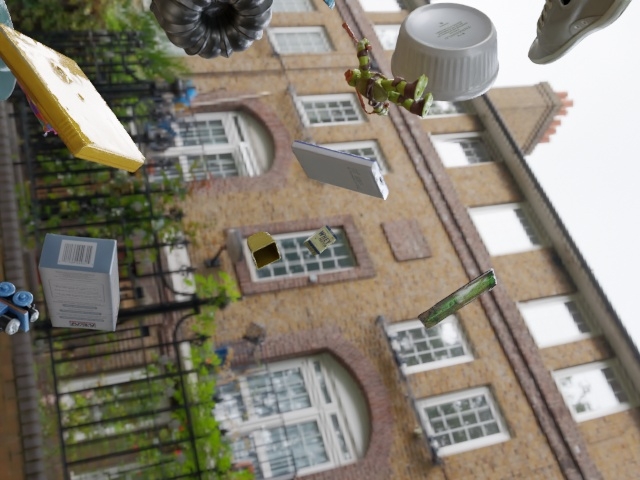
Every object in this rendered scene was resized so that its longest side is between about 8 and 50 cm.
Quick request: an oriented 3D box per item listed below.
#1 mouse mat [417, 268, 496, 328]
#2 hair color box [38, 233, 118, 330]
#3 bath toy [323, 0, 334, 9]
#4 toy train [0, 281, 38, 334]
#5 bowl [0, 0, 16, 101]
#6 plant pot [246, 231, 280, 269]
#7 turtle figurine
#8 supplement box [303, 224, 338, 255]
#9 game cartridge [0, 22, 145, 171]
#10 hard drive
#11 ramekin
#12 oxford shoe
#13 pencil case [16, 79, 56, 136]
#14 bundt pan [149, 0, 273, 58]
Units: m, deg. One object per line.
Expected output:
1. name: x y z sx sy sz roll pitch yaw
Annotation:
1. mouse mat: 0.301 0.130 1.587 0.007 0.189 0.152 58 5 24
2. hair color box: -0.678 0.129 2.075 0.374 0.185 0.114 112 -19 -56
3. bath toy: 0.121 -0.946 2.445 0.129 0.348 0.151 52 13 24
4. toy train: -0.716 0.143 1.602 0.105 0.184 0.080 -53 167 -46
5. bowl: -0.830 -0.450 1.619 0.311 0.163 0.312 20 -58 37
6. plant pot: -0.179 0.021 2.198 0.083 0.081 0.081 53 -16 42
7. turtle figurine: 0.133 -0.351 1.618 0.217 0.087 0.270 23 -29 30
8. supplement box: 0.000 0.000 2.288 0.056 0.083 0.083 51 -12 -4
9. game cartridge: -0.531 -0.291 1.558 0.324 0.052 0.285 54 9 9
10. hard drive: 0.069 -0.247 2.549 0.318 0.040 0.210 18 -20 27
11. ramekin: 0.306 -0.470 1.771 0.127 0.272 0.273 87 -17 -47
12. oxford shoe: 0.560 -0.519 1.643 0.169 0.130 0.449 -62 -177 -3
13. pencil case: -0.833 -0.432 2.167 0.236 0.104 0.104 65 -17 -12
14. bundt pan: -0.267 -0.596 1.866 0.331 0.330 0.124 110 -33 -52
